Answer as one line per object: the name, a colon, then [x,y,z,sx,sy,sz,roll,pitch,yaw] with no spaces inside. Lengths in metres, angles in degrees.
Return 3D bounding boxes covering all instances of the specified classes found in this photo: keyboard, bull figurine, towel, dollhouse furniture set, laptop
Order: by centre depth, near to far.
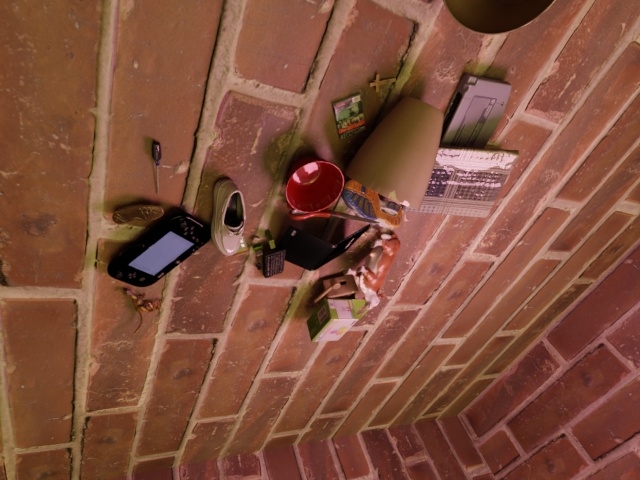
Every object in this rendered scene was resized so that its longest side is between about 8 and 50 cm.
dollhouse furniture set: [-0.233,0.018,1.366,0.151,0.059,0.076,-17,135,-10]
towel: [0.469,-0.203,1.405,0.323,0.056,0.312,6,140,1]
laptop: [0.000,0.000,1.425,0.264,0.137,0.234,-29,169,-30]
keyboard: [-0.177,0.087,1.445,0.108,0.023,0.180,-13,153,-15]
bull figurine: [0.201,0.103,1.554,0.188,0.101,0.311,31,79,-42]

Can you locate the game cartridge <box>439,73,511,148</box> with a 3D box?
game cartridge: [0.488,-0.382,1.334,0.195,0.060,0.294,2,130,-22]

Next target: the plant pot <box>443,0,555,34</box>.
plant pot: [0.447,-0.639,0.953,0.191,0.284,0.284,-34,152,-49]

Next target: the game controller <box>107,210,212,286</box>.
game controller: [-0.491,0.033,1.256,0.319,0.067,0.166,-36,135,10]

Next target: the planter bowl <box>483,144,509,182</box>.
planter bowl: [0.610,-0.247,1.475,0.161,0.109,0.162,-14,135,-14]

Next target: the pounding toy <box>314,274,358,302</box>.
pounding toy: [0.053,0.192,1.627,0.180,0.094,0.206,-11,143,-9]

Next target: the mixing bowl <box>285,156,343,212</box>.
mixing bowl: [-0.031,-0.185,1.242,0.181,0.098,0.182,-13,134,-14]

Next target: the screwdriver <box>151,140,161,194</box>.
screwdriver: [-0.439,-0.193,1.106,0.025,0.024,0.170,-33,152,-36]

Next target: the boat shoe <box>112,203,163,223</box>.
boat shoe: [-0.514,-0.082,1.152,0.135,0.045,0.050,-7,125,-14]

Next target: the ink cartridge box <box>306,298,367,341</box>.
ink cartridge box: [0.099,0.324,1.656,0.255,0.097,0.189,6,139,-27]

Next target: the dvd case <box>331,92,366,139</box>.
dvd case: [0.085,-0.361,1.193,0.087,0.013,0.120,-23,137,-4]

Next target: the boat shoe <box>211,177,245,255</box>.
boat shoe: [-0.270,-0.054,1.240,0.096,0.088,0.268,-14,130,-35]

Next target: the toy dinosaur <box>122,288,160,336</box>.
toy dinosaur: [-0.613,0.234,1.403,0.112,0.064,0.212,-2,124,1]

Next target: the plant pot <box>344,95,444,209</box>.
plant pot: [0.241,-0.272,1.212,0.256,0.256,0.274,14,108,-34]

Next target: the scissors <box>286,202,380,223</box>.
scissors: [0.038,-0.093,1.295,0.296,0.109,0.021,3,122,1]

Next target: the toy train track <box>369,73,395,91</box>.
toy train track: [0.174,-0.449,1.154,0.083,0.014,0.048,-18,129,-17]

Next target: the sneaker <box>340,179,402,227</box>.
sneaker: [0.146,-0.108,1.369,0.296,0.130,0.112,27,72,-42]
